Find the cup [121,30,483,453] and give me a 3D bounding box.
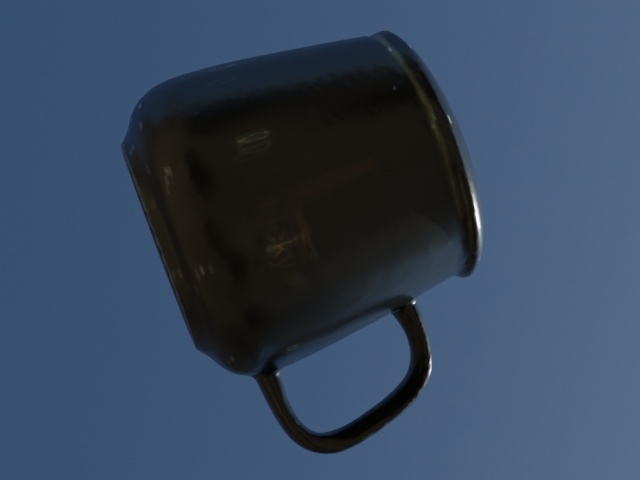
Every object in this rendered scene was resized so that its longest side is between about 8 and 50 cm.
[{"bbox_3d":[0.000,0.000,0.717,0.176,0.169,0.223,-21,-88,-11],"label":"cup"}]
